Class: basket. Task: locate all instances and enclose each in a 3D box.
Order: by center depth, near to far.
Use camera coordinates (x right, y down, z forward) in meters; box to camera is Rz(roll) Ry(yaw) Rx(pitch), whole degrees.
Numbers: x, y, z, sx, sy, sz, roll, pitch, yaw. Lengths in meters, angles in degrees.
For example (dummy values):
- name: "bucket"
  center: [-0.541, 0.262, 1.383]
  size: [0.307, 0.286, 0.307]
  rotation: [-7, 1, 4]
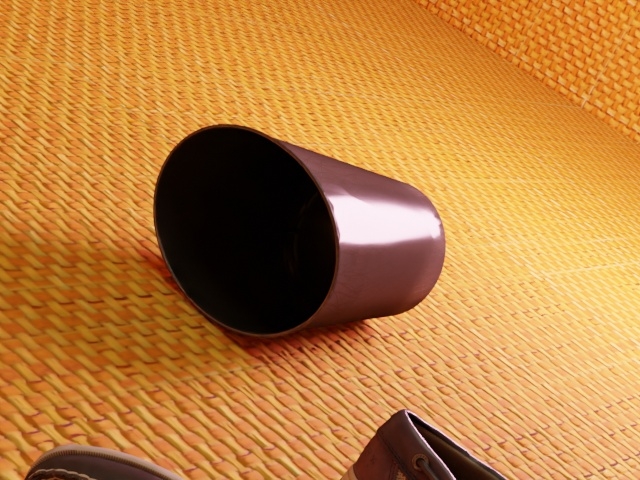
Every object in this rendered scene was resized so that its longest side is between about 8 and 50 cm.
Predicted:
- name: "basket"
  center: [0.000, 0.000, 1.298]
  size: [0.204, 0.154, 0.227]
  rotation: [41, 19, 30]

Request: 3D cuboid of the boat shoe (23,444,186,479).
- name: "boat shoe"
  center: [-0.069, 0.187, 0.783]
  size: [0.228, 0.081, 0.069]
  rotation: [33, 15, 8]

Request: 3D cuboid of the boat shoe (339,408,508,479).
- name: "boat shoe"
  center: [0.145, 0.214, 1.003]
  size: [0.285, 0.092, 0.103]
  rotation: [32, 18, 11]
